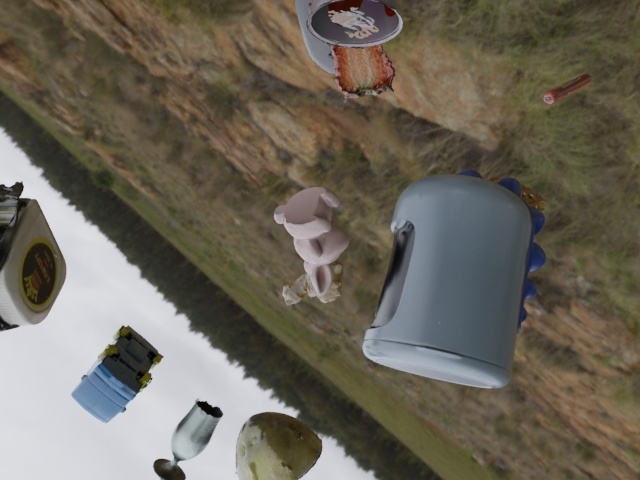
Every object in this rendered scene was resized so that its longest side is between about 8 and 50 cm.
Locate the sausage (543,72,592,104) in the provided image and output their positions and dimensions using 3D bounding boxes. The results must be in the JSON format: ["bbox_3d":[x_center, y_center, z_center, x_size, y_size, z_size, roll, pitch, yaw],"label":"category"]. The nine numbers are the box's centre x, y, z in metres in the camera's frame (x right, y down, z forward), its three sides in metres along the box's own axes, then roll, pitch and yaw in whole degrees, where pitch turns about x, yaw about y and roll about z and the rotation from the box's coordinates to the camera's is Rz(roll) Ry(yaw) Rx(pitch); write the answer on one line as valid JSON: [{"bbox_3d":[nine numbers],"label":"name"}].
[{"bbox_3d":[0.500,-0.306,1.255,0.029,0.223,0.029,22,125,35],"label":"sausage"}]

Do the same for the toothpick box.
[{"bbox_3d":[0.231,0.048,1.028,0.263,0.354,0.263,13,167,3],"label":"toothpick box"}]

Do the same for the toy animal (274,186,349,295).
[{"bbox_3d":[0.002,0.000,1.167,0.124,0.124,0.212,44,164,41],"label":"toy animal"}]

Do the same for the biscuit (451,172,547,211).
[{"bbox_3d":[0.434,-0.111,1.534,0.289,0.044,0.202,-1,-148,-24],"label":"biscuit"}]

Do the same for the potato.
[{"bbox_3d":[-0.108,0.416,1.298,0.202,0.182,0.117,2,123,53],"label":"potato"}]

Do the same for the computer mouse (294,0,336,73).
[{"bbox_3d":[0.011,-0.673,2.009,0.168,0.087,0.295,-5,120,44],"label":"computer mouse"}]

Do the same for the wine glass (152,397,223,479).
[{"bbox_3d":[-0.344,0.526,1.638,0.103,0.222,0.103,33,-172,-5],"label":"wine glass"}]

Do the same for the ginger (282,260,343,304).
[{"bbox_3d":[-0.008,0.100,1.339,0.067,0.165,0.096,-8,-118,-56],"label":"ginger"}]

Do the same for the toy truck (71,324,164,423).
[{"bbox_3d":[-0.572,0.371,1.780,0.161,0.162,0.385,43,-179,-11],"label":"toy truck"}]

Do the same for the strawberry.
[{"bbox_3d":[0.111,-0.483,1.666,0.087,0.167,0.208,-109,10,-77],"label":"strawberry"}]

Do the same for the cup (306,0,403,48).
[{"bbox_3d":[0.074,-0.575,1.291,0.203,0.203,0.288,90,-179,-81],"label":"cup"}]

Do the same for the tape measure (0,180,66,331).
[{"bbox_3d":[-0.663,0.049,1.316,0.231,0.133,0.271,-82,-7,-48],"label":"tape measure"}]
